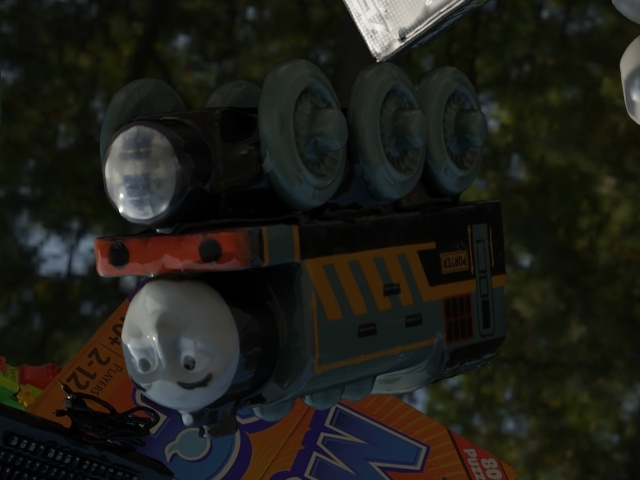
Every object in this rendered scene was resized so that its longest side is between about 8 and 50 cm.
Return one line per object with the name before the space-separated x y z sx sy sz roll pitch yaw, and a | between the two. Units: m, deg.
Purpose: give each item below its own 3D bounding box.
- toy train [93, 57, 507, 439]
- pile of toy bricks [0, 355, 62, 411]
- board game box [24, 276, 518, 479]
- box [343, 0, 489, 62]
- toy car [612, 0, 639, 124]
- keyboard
toy train | 0.000 0.000 1.003 0.142 0.190 0.334 -5 -179 30
pile of toy bricks | -0.290 0.124 1.478 0.212 0.105 0.118 31 -145 -40
board game box | -0.112 0.313 1.480 0.356 0.356 0.356 31 -141 6
box | 0.051 -0.279 1.171 0.060 0.270 0.216 -26 178 -37
toy car | 0.286 -0.146 1.253 0.159 0.182 0.136 -8 164 10
keyboard | -0.135 0.131 0.991 0.038 0.100 0.192 17 172 32
